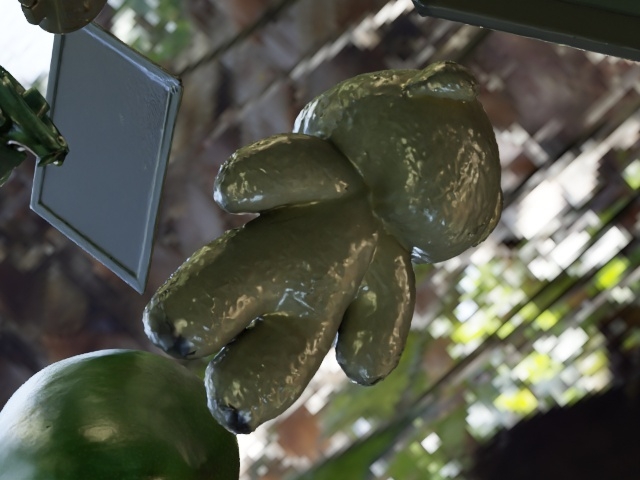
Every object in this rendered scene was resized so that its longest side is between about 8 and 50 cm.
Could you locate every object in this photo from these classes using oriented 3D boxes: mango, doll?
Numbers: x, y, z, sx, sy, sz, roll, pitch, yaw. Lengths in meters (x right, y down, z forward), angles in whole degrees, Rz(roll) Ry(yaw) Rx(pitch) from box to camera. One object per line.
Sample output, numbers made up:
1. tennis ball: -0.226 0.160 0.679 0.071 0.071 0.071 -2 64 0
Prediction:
1. mango: -0.177 0.195 1.695 0.225 0.201 0.382 1 179 -8
2. doll: -0.003 -0.004 1.360 0.149 0.278 0.175 35 158 32

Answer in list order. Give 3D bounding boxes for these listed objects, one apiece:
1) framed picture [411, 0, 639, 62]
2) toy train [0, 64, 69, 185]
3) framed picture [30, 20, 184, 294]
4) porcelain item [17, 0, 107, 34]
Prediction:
1. framed picture: 0.308 -0.235 1.163 0.446 0.326 0.028 14 168 18
2. toy train: -0.371 -0.139 1.644 0.272 0.179 0.442 50 -179 6
3. framed picture: -0.222 -0.096 2.061 0.014 0.252 0.197 -18 -138 -42
4. porcelain item: -0.172 -0.202 1.160 0.054 0.084 0.213 13 160 16
